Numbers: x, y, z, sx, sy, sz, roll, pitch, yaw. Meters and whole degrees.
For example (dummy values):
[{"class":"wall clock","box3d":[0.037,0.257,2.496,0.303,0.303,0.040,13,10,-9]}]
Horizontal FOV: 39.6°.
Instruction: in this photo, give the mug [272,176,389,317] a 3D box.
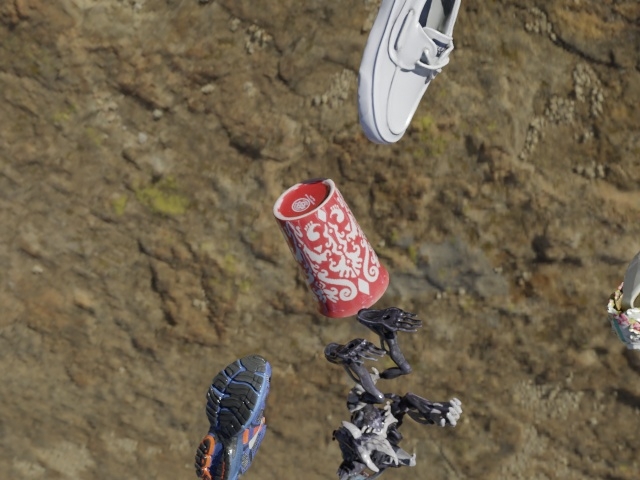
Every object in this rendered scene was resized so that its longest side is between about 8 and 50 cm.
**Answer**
[{"class":"mug","box3d":[-0.003,0.007,1.222,0.150,0.113,0.169,5,135,40]}]

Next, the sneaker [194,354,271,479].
[{"class":"sneaker","box3d":[-0.115,0.253,1.270,0.083,0.087,0.221,33,116,25]}]

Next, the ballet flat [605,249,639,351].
[{"class":"ballet flat","box3d":[0.391,0.011,0.981,0.077,0.241,0.091,39,165,-28]}]

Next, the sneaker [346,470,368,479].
[{"class":"sneaker","box3d":[0.017,0.478,1.397,0.104,0.125,0.261,32,100,-6]}]

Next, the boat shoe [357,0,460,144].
[{"class":"boat shoe","box3d":[0.113,-0.237,1.053,0.084,0.095,0.258,20,104,41]}]

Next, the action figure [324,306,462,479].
[{"class":"action figure","box3d":[0.088,0.231,1.168,0.141,0.164,0.275,23,136,39]}]
